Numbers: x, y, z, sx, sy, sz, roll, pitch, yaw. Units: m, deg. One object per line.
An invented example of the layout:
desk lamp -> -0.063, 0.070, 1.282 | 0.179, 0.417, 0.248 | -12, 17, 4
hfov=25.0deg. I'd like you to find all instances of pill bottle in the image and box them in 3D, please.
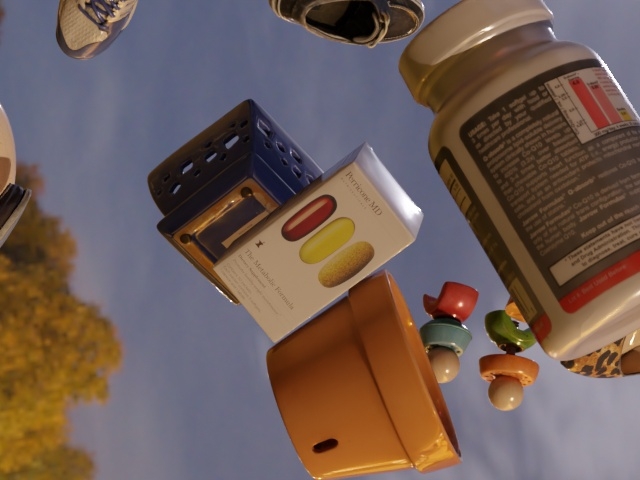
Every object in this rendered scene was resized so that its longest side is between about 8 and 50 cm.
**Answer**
pill bottle -> 0.241, -0.076, 1.507 | 0.363, 0.210, 0.210 | 61, -21, 16

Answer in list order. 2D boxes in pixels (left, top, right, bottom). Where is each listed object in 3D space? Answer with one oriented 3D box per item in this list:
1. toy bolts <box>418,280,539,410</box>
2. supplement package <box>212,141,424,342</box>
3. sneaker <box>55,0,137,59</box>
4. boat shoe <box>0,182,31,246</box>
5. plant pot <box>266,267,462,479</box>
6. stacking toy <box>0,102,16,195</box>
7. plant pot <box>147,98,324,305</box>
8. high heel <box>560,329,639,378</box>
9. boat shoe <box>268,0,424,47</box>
toy bolts -> 0.276, 0.171, 2.353 | 0.218, 0.229, 0.158 | 134, -31, -62
supplement package -> 0.000, 0.000, 1.941 | 0.139, 0.244, 0.134 | 51, 17, -7
sneaker -> -0.299, -0.382, 2.083 | 0.296, 0.112, 0.131 | -53, -170, 19
boat shoe -> -0.433, -0.004, 1.804 | 0.081, 0.069, 0.227 | -50, -168, 41
plant pot -> 0.054, 0.210, 2.021 | 0.291, 0.204, 0.290 | -23, 90, -84
stacking toy -> -0.682, -0.119, 1.928 | 0.480, 0.350, 0.350 | 21, -53, 28
plant pot -> -0.123, -0.050, 2.335 | 0.236, 0.236, 0.212 | 47, 16, -25
high heel -> 0.416, 0.131, 1.659 | 0.186, 0.261, 0.093 | 31, -54, 42
boat shoe -> 0.063, -0.384, 2.518 | 0.119, 0.335, 0.121 | 50, -52, 38
